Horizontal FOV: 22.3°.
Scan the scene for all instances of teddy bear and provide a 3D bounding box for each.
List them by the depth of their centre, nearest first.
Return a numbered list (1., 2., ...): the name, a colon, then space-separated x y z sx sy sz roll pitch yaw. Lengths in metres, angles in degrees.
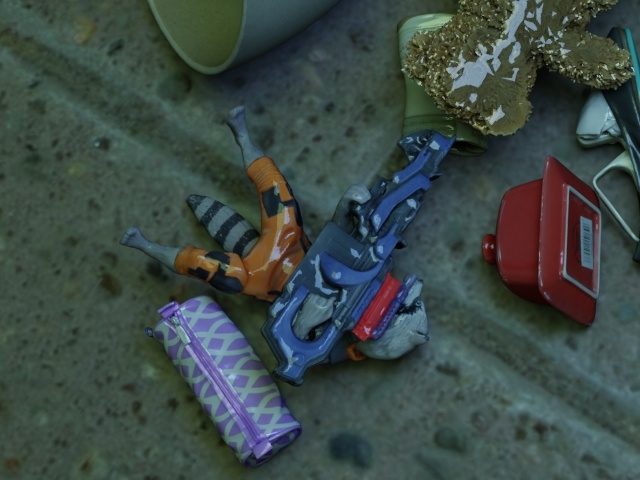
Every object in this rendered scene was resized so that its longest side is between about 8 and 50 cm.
1. teddy bear: 0.238 -0.267 1.763 0.245 0.113 0.338 19 89 -5

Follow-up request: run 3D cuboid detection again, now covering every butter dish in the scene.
1. butter dish: 0.233 0.006 1.772 0.118 0.160 0.160 -5 71 30

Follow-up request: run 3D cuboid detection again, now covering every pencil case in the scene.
1. pencil case: -0.104 0.152 1.794 0.086 0.088 0.206 -38 74 -2

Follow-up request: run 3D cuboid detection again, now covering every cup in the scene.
1. cup: -0.057 -0.377 1.843 0.237 0.331 0.331 -18 71 -24

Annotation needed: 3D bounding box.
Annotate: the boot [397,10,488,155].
1. boot: 0.193 -0.181 1.851 0.213 0.077 0.165 -3 74 12

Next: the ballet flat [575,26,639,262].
1. ballet flat: 0.339 -0.102 1.801 0.096 0.095 0.280 -19 72 8

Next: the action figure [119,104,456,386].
1. action figure: 0.000 0.000 1.804 0.330 0.178 0.341 39 70 9
